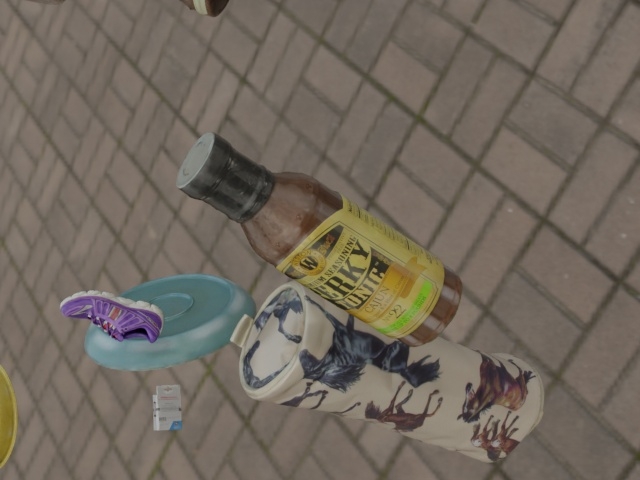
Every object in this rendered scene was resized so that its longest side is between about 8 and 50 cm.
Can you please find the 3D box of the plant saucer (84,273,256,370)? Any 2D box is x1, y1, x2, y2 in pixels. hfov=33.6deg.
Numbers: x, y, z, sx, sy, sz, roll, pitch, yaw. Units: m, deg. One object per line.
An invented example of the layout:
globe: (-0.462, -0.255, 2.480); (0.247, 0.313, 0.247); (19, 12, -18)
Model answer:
plant saucer: (-0.275, 0.135, 1.916); (0.317, 0.317, 0.044); (20, 128, 48)

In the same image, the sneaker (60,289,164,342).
sneaker: (-0.340, 0.128, 1.727); (0.068, 0.169, 0.071); (122, 157, -59)

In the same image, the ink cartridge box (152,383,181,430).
ink cartridge box: (-0.287, 0.312, 1.984); (0.028, 0.048, 0.083); (162, 107, -65)

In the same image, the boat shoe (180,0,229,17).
boat shoe: (-0.188, -0.434, 1.492); (0.095, 0.095, 0.257); (22, 138, 18)

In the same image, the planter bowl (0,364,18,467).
planter bowl: (-0.658, 0.326, 1.958); (0.217, 0.090, 0.217); (-1, 88, 42)

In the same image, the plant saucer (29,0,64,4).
plant saucer: (-0.349, -0.264, 0.966); (0.278, 0.278, 0.041); (20, 99, 48)

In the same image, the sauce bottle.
sauce bottle: (0.000, 0.000, 1.164); (0.111, 0.344, 0.111); (-44, 28, 31)

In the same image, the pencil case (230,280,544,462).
pencil case: (0.091, 0.180, 1.426); (0.183, 0.410, 0.160); (-13, 61, 62)
